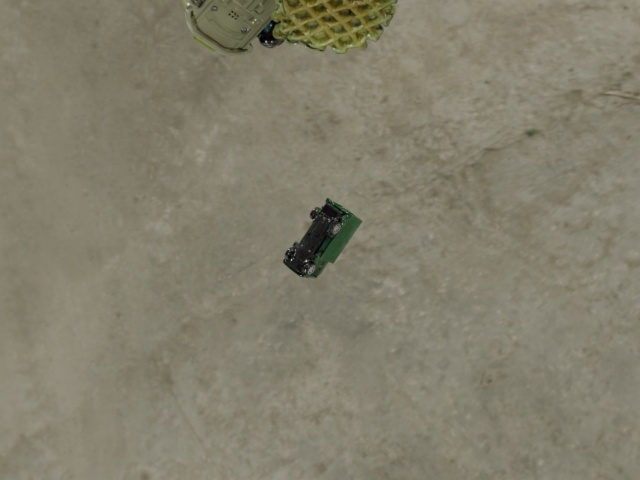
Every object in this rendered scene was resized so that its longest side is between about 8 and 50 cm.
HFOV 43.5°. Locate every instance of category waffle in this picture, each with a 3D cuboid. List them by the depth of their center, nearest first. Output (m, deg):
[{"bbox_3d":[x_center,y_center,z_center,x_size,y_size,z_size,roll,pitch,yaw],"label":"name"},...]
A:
[{"bbox_3d":[0.021,-0.339,1.179,0.169,0.184,0.036,126,144,-53],"label":"waffle"}]

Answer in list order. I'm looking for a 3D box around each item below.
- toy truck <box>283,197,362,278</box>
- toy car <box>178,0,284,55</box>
[{"bbox_3d":[0.000,0.000,1.466,0.065,0.079,0.147,37,95,31],"label":"toy truck"},{"bbox_3d":[-0.126,-0.438,1.265,0.248,0.204,0.198,-43,52,18],"label":"toy car"}]
